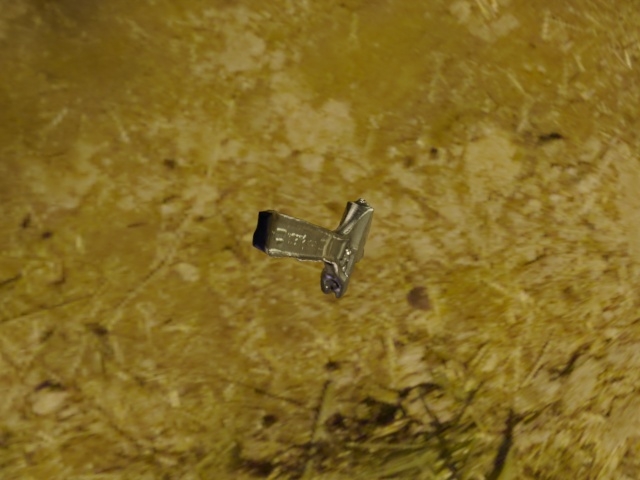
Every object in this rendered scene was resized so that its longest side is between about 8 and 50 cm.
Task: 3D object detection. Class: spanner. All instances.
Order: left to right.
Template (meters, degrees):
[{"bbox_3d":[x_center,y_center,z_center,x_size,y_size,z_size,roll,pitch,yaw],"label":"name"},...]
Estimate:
[{"bbox_3d":[0.000,0.000,0.994,0.026,0.325,0.093,16,90,14],"label":"spanner"}]
